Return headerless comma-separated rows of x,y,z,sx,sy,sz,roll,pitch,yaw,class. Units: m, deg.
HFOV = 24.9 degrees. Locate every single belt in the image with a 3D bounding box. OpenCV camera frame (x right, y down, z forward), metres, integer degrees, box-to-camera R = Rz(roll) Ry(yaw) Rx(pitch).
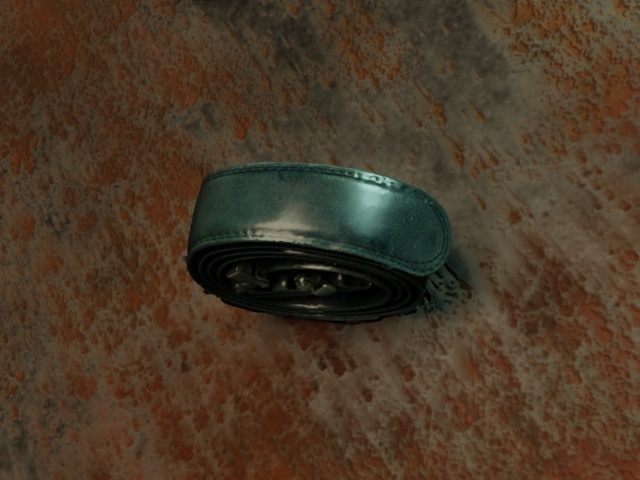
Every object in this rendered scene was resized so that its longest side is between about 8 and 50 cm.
0.000,0.000,1.400,0.267,0.206,0.116,0,67,22,belt
